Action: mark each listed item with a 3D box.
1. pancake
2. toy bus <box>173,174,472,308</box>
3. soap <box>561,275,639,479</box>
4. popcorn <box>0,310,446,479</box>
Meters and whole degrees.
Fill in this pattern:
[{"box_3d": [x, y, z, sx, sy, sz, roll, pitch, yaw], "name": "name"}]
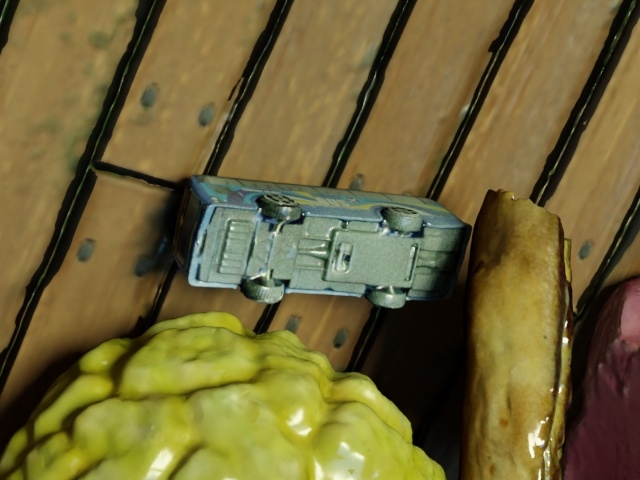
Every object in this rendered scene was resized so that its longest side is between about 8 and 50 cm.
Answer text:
[{"box_3d": [0.095, 0.093, 0.754, 0.056, 0.257, 0.212, 4, 128, 7], "name": "pancake"}, {"box_3d": [0.000, 0.000, 0.755, 0.153, 0.061, 0.051, 5, 109, -28], "name": "toy bus"}, {"box_3d": [0.327, 0.112, 0.921, 0.360, 0.128, 0.233, -12, 118, -21], "name": "soap"}, {"box_3d": [-0.066, 0.168, 0.709, 0.251, 0.237, 0.206, -63, 146, -35], "name": "popcorn"}]
